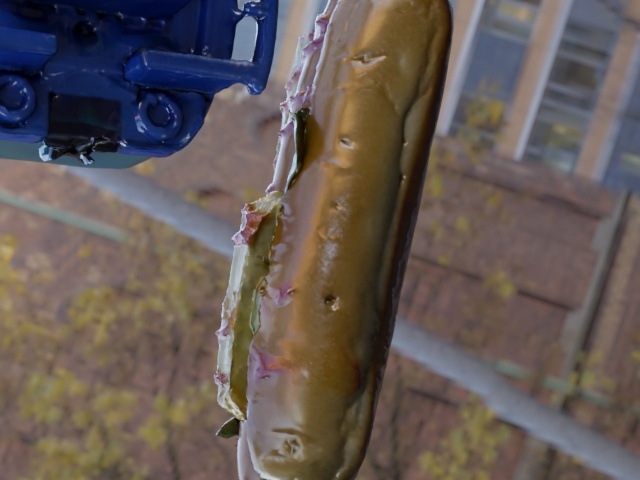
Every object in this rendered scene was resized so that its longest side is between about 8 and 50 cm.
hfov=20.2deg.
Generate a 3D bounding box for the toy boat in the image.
[{"bbox_3d":[-0.042,-0.108,0.392,0.110,0.091,0.175,-24,65,59],"label":"toy boat"}]

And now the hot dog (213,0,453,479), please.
[{"bbox_3d":[0.000,0.000,0.776,0.104,0.076,0.250,152,133,-82],"label":"hot dog"}]
